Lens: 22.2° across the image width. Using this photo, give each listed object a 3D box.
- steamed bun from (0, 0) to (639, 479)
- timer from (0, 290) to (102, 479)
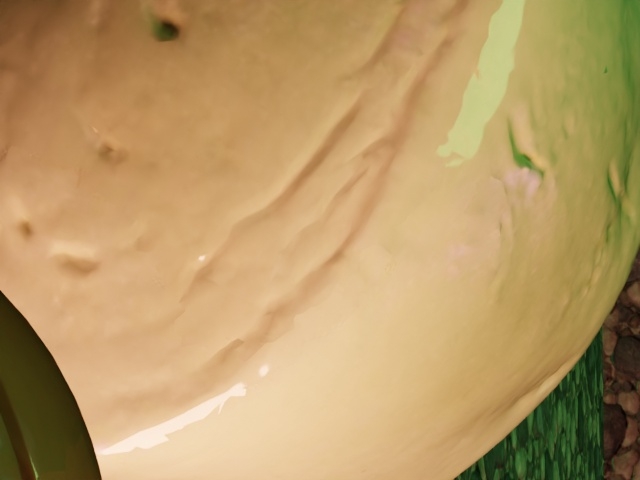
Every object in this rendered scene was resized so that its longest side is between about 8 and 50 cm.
[{"bbox_3d":[0.017,-0.067,0.843,0.456,0.290,0.371,-67,159,-8],"label":"steamed bun"},{"bbox_3d":[-0.177,0.089,0.435,0.215,0.230,0.229,13,75,-62],"label":"timer"}]
